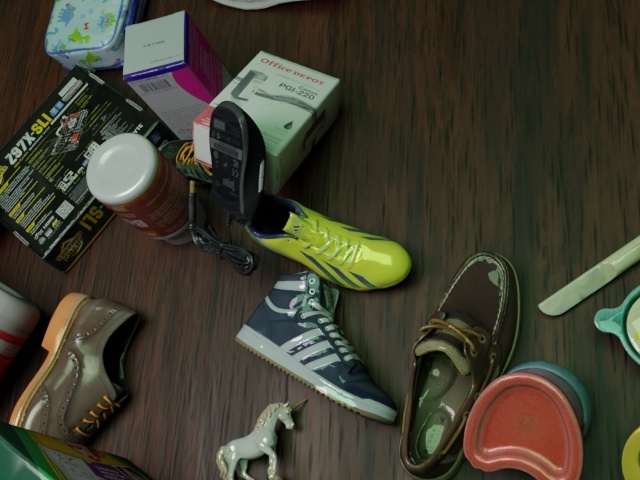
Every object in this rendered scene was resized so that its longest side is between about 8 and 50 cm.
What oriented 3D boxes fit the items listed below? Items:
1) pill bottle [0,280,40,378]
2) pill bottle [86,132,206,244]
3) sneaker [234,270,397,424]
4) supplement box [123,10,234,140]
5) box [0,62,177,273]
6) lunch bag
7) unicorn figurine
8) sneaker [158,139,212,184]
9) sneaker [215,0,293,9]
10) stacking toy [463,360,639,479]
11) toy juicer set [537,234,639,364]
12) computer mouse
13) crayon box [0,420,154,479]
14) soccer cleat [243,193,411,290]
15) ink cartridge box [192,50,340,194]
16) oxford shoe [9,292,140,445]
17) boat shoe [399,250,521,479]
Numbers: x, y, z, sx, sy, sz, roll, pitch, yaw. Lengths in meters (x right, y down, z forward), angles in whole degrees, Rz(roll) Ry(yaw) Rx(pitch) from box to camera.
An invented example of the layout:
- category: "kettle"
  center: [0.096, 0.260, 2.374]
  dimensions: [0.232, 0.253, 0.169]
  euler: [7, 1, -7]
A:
- category: "pill bottle"
  center: [-0.663, 0.230, 1.316]
  dimensions: [0.229, 0.229, 0.407]
  euler: [26, 78, 26]
- category: "pill bottle"
  center: [-0.273, -0.074, 1.318]
  dimensions: [0.121, 0.216, 0.121]
  euler: [-7, 65, 17]
- category: "sneaker"
  center: [0.016, 0.146, 1.192]
  dimensions: [0.282, 0.099, 0.153]
  euler: [26, 80, 29]
- category: "supplement box"
  center: [-0.233, -0.273, 1.387]
  dimensions: [0.111, 0.220, 0.114]
  euler: [-10, 64, 14]
- category: "box"
  center: [-0.458, -0.139, 1.489]
  dimensions: [0.257, 0.079, 0.322]
  euler: [34, 82, 30]
- category: "lunch bag"
  center: [-0.439, -0.440, 1.602]
  dimensions: [0.176, 0.090, 0.219]
  euler: [-2, 67, 19]
- category: "unicorn figurine"
  center: [-0.089, 0.304, 1.182]
  dimensions: [0.162, 0.060, 0.111]
  euler: [-21, 63, 9]
- category: "sneaker"
  center: [-0.197, -0.137, 1.395]
  dimensions: [0.215, 0.083, 0.084]
  euler: [16, 75, 25]
- category: "sneaker"
  center: [-0.075, -0.565, 1.523]
  dimensions: [0.323, 0.130, 0.236]
  euler: [7, 61, 26]
- category: "stacking toy"
  center: [0.341, 0.310, 1.037]
  dimensions: [0.309, 0.130, 0.279]
  euler: [18, 101, 28]
- category: "toy juicer set"
  center: [0.481, 0.084, 1.064]
  dimensions: [0.329, 0.089, 0.209]
  euler: [33, 82, 28]
- category: "computer mouse"
  center: [-0.142, -0.089, 1.237]
  dimensions: [0.184, 0.060, 0.262]
  euler: [21, 118, 47]
- category: "crayon box"
  center: [-0.259, 0.374, 1.038]
  dimensions: [0.313, 0.363, 0.106]
  euler: [26, 78, 26]
- category: "soccer cleat"
  center: [-0.001, 0.001, 1.246]
  dimensions: [0.289, 0.121, 0.093]
  euler: [20, 76, 25]
- category: "ink cartridge box"
  center: [-0.084, -0.198, 1.323]
  dimensions: [0.159, 0.092, 0.218]
  euler: [23, 50, 15]
- category: "oxford shoe"
  center: [-0.385, 0.260, 1.269]
  dimensions: [0.133, 0.130, 0.363]
  euler: [7, 72, 13]
- category: "boat shoe"
  center: [0.187, 0.162, 1.112]
  dimensions: [0.123, 0.123, 0.342]
  euler: [18, 75, 25]
